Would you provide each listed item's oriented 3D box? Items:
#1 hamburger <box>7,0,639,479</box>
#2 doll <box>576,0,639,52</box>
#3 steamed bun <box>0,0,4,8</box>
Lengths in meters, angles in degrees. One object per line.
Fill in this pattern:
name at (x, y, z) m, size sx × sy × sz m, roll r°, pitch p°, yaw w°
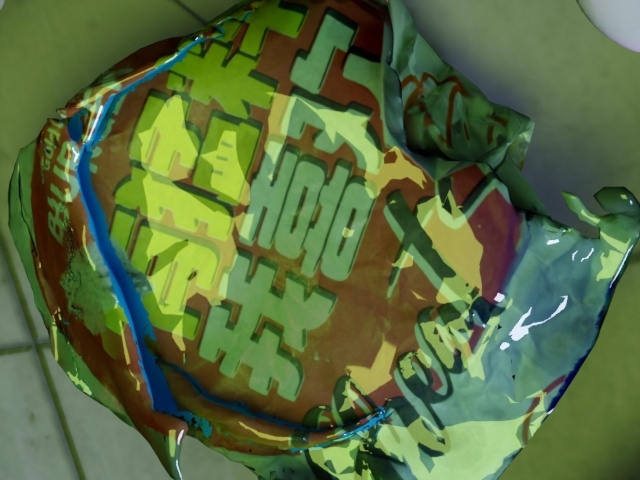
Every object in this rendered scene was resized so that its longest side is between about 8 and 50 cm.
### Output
hamburger at (0.001, 0.007, 0.905) m, size 0.260 × 0.150 × 0.276 m, roll -43°, pitch 87°, yaw 7°
doll at (0.105, -0.258, 0.700) m, size 0.284 × 0.240 × 0.310 m, roll -40°, pitch 125°, yaw -17°
steamed bun at (-0.237, -0.204, 0.762) m, size 0.383 × 0.247 × 0.236 m, roll -42°, pitch 78°, yaw 30°
